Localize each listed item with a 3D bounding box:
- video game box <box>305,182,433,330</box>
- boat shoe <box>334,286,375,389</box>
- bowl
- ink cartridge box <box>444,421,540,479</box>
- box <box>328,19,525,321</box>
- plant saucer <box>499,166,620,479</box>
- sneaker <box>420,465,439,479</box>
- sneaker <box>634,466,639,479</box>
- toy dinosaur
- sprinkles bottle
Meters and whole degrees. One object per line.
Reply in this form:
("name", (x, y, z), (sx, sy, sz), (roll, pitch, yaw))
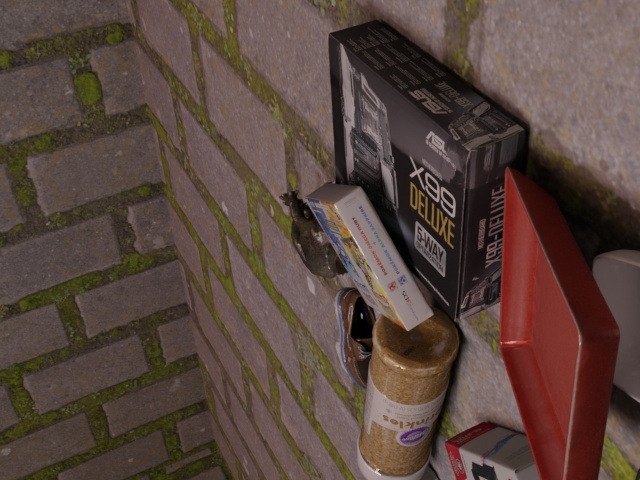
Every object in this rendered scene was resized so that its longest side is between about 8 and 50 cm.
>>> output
("video game box", (0.058, 0.015, 1.095), (0.187, 0.048, 0.205), (57, 174, -10))
("boat shoe", (0.069, 0.171, 1.403), (0.066, 0.066, 0.183), (4, 113, 68))
("bowl", (0.300, 0.078, 0.705), (0.142, 0.053, 0.142), (35, 141, 60))
("ink cartridge box", (0.246, 0.317, 1.058), (0.175, 0.072, 0.127), (-7, 102, 71))
("box", (0.115, -0.092, 0.997), (0.307, 0.076, 0.242), (52, 155, 44))
("plant saucer", (0.227, 0.097, 0.807), (0.258, 0.048, 0.259), (-94, -3, -54))
("sneaker", (0.164, 0.396, 1.408), (0.061, 0.054, 0.152), (75, 170, -66))
("sneaker", (0.305, 0.322, 0.790), (0.447, 0.169, 0.257), (160, 125, -76))
("toy dinosaur", (0.000, 0.000, 1.341), (0.313, 0.121, 0.160), (143, 112, -67))
("sprinkles bottle", (0.123, 0.244, 1.244), (0.121, 0.121, 0.355), (55, 156, 36))
